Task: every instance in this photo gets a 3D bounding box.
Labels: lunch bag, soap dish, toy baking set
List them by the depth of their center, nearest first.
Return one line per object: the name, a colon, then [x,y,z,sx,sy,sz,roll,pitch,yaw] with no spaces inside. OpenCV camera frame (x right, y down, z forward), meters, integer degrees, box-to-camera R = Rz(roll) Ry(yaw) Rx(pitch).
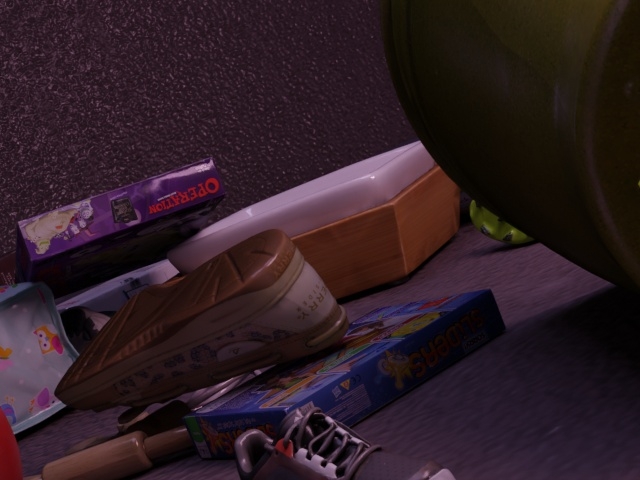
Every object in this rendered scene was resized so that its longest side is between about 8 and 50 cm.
toy baking set: [-0.134,0.147,1.084,0.256,0.030,0.197,-21,6,17]
lunch bag: [-0.410,0.157,1.399,0.262,0.160,0.223,-32,16,-36]
soap dish: [0.000,0.000,1.467,0.291,0.118,0.229,-19,7,26]

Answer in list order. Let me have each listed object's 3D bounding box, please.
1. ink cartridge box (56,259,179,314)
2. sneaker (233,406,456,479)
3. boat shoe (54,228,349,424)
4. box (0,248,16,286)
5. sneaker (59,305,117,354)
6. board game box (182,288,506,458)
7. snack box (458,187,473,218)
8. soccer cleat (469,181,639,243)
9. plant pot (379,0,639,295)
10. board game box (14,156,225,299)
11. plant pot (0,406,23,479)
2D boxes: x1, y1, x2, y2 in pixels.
ink cartridge box: [-0.263,0.091,1.790,0.190,0.082,0.139,-28,8,-32]
sneaker: [0.001,0.118,0.689,0.061,0.065,0.158,-28,8,-39]
boat shoe: [-0.102,0.085,1.033,0.285,0.089,0.104,-26,26,44]
box: [-0.464,0.125,1.808,0.167,0.168,0.203,-20,6,15]
sneaker: [-0.279,0.130,1.580,0.110,0.107,0.275,-3,-3,-38]
board game box: [0.018,0.095,0.970,0.201,0.035,0.136,-27,7,-35]
snack box: [0.152,-0.056,1.583,0.100,0.037,0.141,14,-21,-39]
soccer cleat: [0.222,-0.033,1.278,0.179,0.060,0.072,-7,5,45]
plant pot: [0.225,-0.112,0.754,0.366,0.366,0.353,-22,17,6]
board game box: [-0.230,0.000,1.486,0.208,0.056,0.347,-16,-6,-15]
plant pot: [-0.293,0.165,0.788,0.191,0.191,0.174,-21,13,17]
